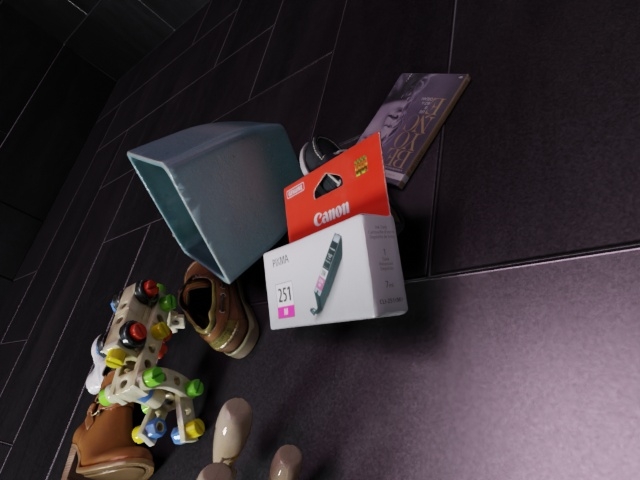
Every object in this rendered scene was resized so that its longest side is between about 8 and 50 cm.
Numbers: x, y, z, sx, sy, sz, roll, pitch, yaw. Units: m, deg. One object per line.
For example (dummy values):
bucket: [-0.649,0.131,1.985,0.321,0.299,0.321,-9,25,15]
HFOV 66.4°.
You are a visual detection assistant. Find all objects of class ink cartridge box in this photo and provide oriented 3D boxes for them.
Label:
ink cartridge box: [0.000,0.000,0.708,0.275,0.060,0.238,-21,74,55]

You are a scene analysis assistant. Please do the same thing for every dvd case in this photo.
dvd case: [0.142,-0.200,0.861,0.165,0.018,0.221,28,84,53]

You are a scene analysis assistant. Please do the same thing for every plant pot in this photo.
plant pot: [-0.175,-0.110,0.956,0.252,0.247,0.248,-34,30,-23]

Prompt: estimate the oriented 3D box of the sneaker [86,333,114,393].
sneaker: [-0.526,0.296,1.199,0.061,0.054,0.152,-27,51,20]

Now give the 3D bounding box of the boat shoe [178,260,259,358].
boat shoe: [-0.217,0.103,0.953,0.110,0.104,0.307,-55,37,1]

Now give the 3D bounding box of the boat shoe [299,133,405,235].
boat shoe: [0.052,-0.091,0.791,0.091,0.114,0.302,-57,43,33]

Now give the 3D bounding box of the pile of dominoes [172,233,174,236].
pile of dominoes: [-0.300,-0.068,1.230,0.196,0.040,0.251,-57,36,-2]

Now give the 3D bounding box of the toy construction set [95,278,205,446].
toy construction set: [-0.306,0.201,0.910,0.151,0.215,0.327,-35,35,5]

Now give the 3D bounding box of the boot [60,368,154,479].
boot: [-0.397,0.363,0.975,0.283,0.109,0.220,-30,39,40]

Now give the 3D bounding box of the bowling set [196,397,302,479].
bowling set: [-0.071,0.347,0.580,0.287,0.200,0.154,-67,-7,-66]
